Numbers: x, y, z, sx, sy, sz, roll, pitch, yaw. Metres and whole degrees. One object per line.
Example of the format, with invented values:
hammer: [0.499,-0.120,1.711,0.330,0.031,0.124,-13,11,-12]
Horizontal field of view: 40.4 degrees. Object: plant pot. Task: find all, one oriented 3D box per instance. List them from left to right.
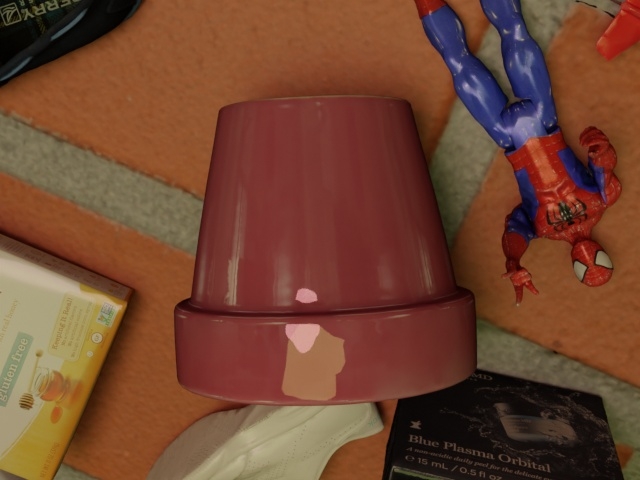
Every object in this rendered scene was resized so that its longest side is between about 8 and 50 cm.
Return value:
plant pot: [0.000,0.000,0.583,0.201,0.201,0.180,-2,92,11]

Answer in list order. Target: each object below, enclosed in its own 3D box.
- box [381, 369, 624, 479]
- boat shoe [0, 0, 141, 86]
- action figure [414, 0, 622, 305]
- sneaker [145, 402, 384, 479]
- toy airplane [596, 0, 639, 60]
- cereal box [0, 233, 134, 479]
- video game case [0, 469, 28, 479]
box: [0.124,0.171,0.623,0.156,0.158,0.093,12,111,6]
boat shoe: [-0.258,-0.154,0.619,0.258,0.089,0.109,-24,102,17]
action figure: [0.126,-0.077,0.557,0.091,0.139,0.280,-26,105,18]
sneaker: [-0.047,0.178,0.706,0.212,0.080,0.094,-32,112,17]
toy airplane: [0.248,-0.131,0.570,0.151,0.028,0.151,3,110,9]
cereal box: [-0.293,0.073,0.691,0.240,0.047,0.173,23,100,-8]
video game case: [-0.439,0.214,0.805,0.300,0.036,0.329,-32,101,18]
